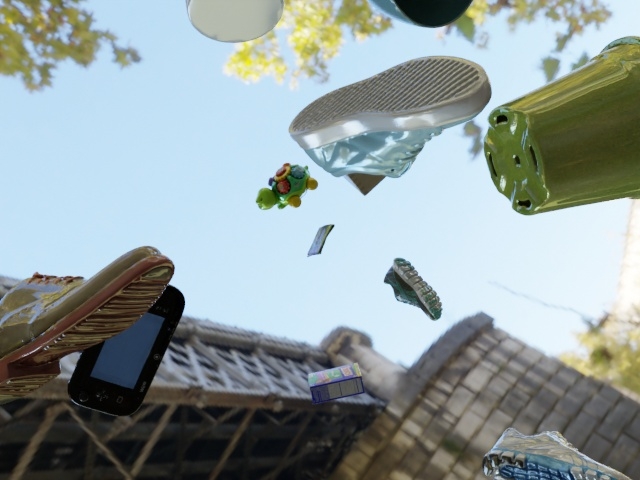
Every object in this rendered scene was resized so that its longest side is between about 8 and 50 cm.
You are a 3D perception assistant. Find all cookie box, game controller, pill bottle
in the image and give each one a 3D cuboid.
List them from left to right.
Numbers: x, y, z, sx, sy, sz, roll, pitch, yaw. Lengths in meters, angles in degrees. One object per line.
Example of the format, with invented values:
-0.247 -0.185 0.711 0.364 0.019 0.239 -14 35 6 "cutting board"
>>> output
-0.416 0.225 1.917 0.319 0.166 0.067 -65 14 7 "game controller"
-0.169 -0.555 1.634 0.204 0.361 0.204 -7 -29 -4 "pill bottle"
0.031 0.290 1.809 0.092 0.107 0.040 -112 10 -81 "cookie box"

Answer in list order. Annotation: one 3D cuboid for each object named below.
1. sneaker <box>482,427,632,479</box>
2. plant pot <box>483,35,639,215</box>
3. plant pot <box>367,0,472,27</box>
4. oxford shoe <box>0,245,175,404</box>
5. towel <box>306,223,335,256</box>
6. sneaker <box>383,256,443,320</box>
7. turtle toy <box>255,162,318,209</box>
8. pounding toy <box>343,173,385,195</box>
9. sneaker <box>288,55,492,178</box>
0.300 0.271 1.084 0.083 0.190 0.071 -48 -36 -46 "sneaker"
0.411 -0.159 1.420 0.254 0.276 0.276 -18 -41 -14 "plant pot"
0.169 -0.588 1.844 0.290 0.195 0.290 -10 -73 -37 "plant pot"
-0.343 0.085 1.153 0.348 0.130 0.123 -32 -19 16 "oxford shoe"
0.000 0.000 1.527 0.060 0.009 0.083 -65 12 -12 "towel"
0.202 0.118 1.967 0.065 0.166 0.076 -7 -36 -50 "sneaker"
-0.072 -0.105 1.759 0.130 0.095 0.066 -47 -59 -11 "turtle toy"
0.080 -0.183 1.631 0.141 0.130 0.100 -43 -56 0 "pounding toy"
0.124 -0.172 1.351 0.150 0.366 0.135 47 -122 -30 "sneaker"
